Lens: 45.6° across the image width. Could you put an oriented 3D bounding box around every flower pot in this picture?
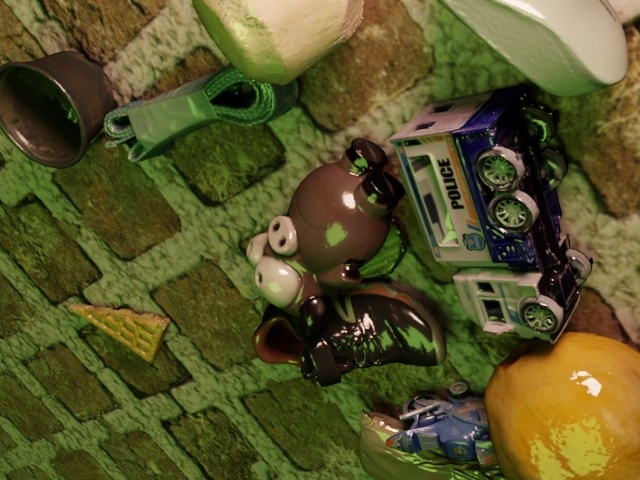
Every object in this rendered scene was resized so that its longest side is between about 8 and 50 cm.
[{"bbox_3d":[-0.361,-0.191,1.058,0.158,0.107,0.157,14,128,18],"label":"flower pot"}]

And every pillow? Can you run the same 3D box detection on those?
[{"bbox_3d":[0.182,0.357,1.166,0.270,0.067,0.173,19,136,18],"label":"pillow"}]

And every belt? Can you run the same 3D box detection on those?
[{"bbox_3d":[-0.162,-0.164,0.982,0.303,0.072,0.087,-11,114,36],"label":"belt"}]

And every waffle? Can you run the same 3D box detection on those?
[{"bbox_3d":[-0.358,0.128,1.339,0.191,0.032,0.125,32,135,4],"label":"waffle"}]

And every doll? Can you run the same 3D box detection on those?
[{"bbox_3d":[0.002,-0.001,0.952,0.117,0.181,0.257,16,130,-39],"label":"doll"}]

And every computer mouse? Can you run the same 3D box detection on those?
[{"bbox_3d":[0.189,-0.223,0.697,0.231,0.128,0.079,36,134,-2],"label":"computer mouse"}]

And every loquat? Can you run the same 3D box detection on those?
[{"bbox_3d":[0.311,0.217,0.902,0.239,0.193,0.238,4,100,23],"label":"loquat"}]

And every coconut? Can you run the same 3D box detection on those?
[{"bbox_3d":[-0.032,-0.256,0.783,0.170,0.183,0.171,53,173,10],"label":"coconut"}]

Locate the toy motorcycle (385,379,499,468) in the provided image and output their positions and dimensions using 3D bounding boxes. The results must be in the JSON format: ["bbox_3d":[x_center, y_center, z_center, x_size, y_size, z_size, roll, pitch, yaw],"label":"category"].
[{"bbox_3d":[0.199,0.260,1.051,0.205,0.114,0.076,0,123,30],"label":"toy motorcycle"}]

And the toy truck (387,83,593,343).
[{"bbox_3d":[0.191,-0.022,0.846,0.156,0.124,0.267,-1,120,40],"label":"toy truck"}]

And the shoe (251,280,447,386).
[{"bbox_3d":[0.025,0.131,1.044,0.291,0.137,0.114,3,125,28],"label":"shoe"}]

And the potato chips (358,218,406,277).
[{"bbox_3d":[0.030,0.021,1.032,0.208,0.028,0.091,-20,105,35],"label":"potato chips"}]
